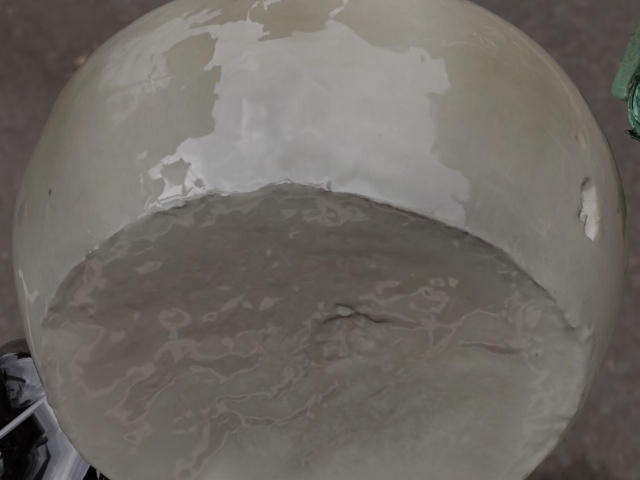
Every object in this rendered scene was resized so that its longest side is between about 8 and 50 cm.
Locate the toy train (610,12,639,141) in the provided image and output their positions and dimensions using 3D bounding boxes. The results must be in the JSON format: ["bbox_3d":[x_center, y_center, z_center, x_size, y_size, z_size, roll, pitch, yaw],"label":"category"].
[{"bbox_3d":[0.350,-0.113,1.446,0.129,0.159,0.326,15,16,-26],"label":"toy train"}]

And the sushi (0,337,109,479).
[{"bbox_3d":[-0.246,0.274,1.454,0.285,0.328,0.328,-31,58,-13],"label":"sushi"}]

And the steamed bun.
[{"bbox_3d":[0.000,0.000,0.966,0.324,0.324,0.206,-2,44,7],"label":"steamed bun"}]
